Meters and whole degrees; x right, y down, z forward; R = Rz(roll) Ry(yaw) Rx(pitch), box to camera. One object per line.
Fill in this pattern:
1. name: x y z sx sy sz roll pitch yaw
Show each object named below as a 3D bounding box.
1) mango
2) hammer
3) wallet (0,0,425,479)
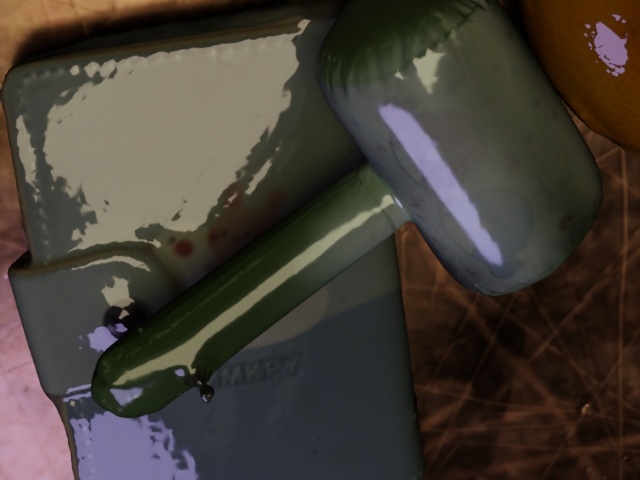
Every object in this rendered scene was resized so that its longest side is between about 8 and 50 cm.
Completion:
1. mango: 0.216 -0.133 1.035 0.166 0.136 0.236 -31 118 27
2. hammer: 0.000 0.000 1.028 0.335 0.119 0.206 -38 116 0
3. wallet: -0.071 0.030 1.116 0.252 0.083 0.360 -11 112 -4
